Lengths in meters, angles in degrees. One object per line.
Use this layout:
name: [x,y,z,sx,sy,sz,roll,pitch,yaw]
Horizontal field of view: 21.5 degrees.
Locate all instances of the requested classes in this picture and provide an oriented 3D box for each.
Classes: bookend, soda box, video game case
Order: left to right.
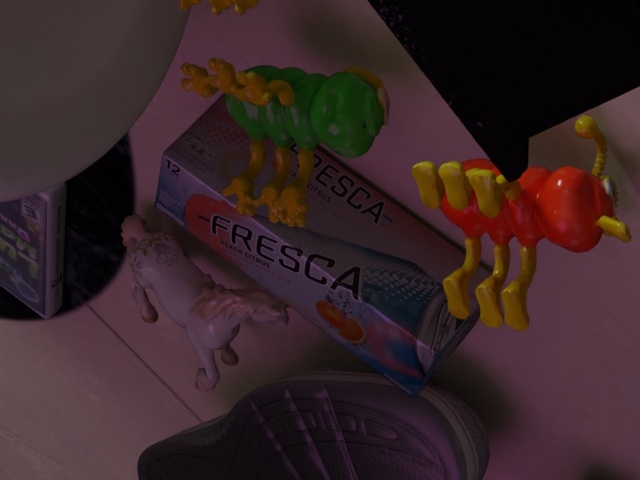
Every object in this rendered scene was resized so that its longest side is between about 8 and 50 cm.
video game case: [-0.259,-0.042,1.196,0.190,0.022,0.173,35,150,11]
soda box: [0.000,0.000,0.903,0.183,0.063,0.058,36,150,11]
bookend: [0.090,-0.124,0.574,0.157,0.072,0.156,-26,122,27]

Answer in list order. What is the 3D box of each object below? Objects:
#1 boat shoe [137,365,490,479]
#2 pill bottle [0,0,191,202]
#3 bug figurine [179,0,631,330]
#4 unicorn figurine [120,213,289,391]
boat shoe: [0.000,0.135,1.068,0.320,0.103,0.118,-26,90,53]
pill bottle: [-0.276,-0.164,0.845,0.408,0.229,0.229,15,141,39]
bug figurine: [0.028,-0.097,0.729,0.216,0.072,0.279,12,135,32]
unicorn figurine: [-0.072,0.039,1.044,0.162,0.060,0.111,31,149,18]
